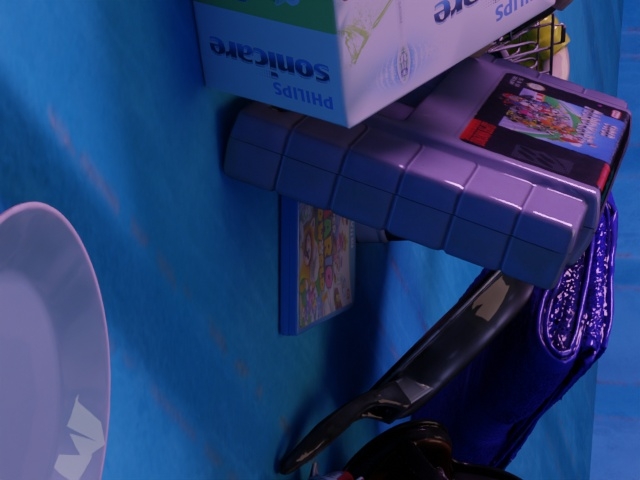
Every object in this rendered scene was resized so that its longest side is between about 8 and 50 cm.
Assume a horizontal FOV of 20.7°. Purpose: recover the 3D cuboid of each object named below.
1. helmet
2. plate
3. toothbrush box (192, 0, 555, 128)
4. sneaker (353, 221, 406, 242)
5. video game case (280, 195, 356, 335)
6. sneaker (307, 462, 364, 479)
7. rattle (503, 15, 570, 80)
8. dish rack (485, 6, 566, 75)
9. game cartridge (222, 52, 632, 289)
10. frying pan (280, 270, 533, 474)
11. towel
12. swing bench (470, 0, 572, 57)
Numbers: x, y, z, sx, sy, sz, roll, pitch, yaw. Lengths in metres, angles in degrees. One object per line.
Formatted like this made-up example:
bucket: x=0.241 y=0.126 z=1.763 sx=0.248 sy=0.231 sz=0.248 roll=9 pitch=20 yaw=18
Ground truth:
helmet: x=0.094 y=0.236 z=1.355 sx=0.161 sy=0.169 sz=0.169 roll=51 pitch=40 yaw=-42
plate: x=-0.136 y=0.076 z=0.764 sx=0.188 sy=0.024 sz=0.188 roll=2 pitch=90 yaw=-76
toothbrush box: x=0.024 y=-0.240 z=1.003 sx=0.206 sy=0.122 sz=0.283 roll=-33 pitch=129 yaw=-39
sneaker: x=0.123 y=-0.088 z=1.464 sx=0.282 sy=0.153 sz=0.099 roll=-69 pitch=156 yaw=-51
video game case: x=0.000 y=0.000 z=1.282 sx=0.166 sy=0.015 sz=0.119 roll=-18 pitch=109 yaw=-74
sneaker: x=0.000 y=0.179 z=1.228 sx=0.118 sy=0.042 sz=0.067 roll=81 pitch=30 yaw=-60
rattle: x=0.176 y=-0.161 z=1.900 sx=0.130 sy=0.142 sz=0.200 roll=28 pitch=78 yaw=-38
dish rack: x=0.148 y=-0.197 z=1.571 sx=0.271 sy=0.074 sz=0.208 roll=81 pitch=-12 yaw=-56
game cartridge: x=0.093 y=-0.076 z=1.211 sx=0.355 sy=0.230 sz=0.068 roll=-50 pitch=154 yaw=-68
frying pan: x=0.088 y=0.086 z=1.337 sx=0.197 sy=0.053 sz=0.326 roll=-45 pitch=177 yaw=15
towel: x=0.169 y=0.098 z=1.540 sx=0.308 sy=0.076 sz=0.228 roll=122 pitch=-12 yaw=-48
swing bench: x=0.172 y=-0.274 z=1.261 sx=0.165 sy=0.253 sz=0.254 roll=51 pitch=40 yaw=2
